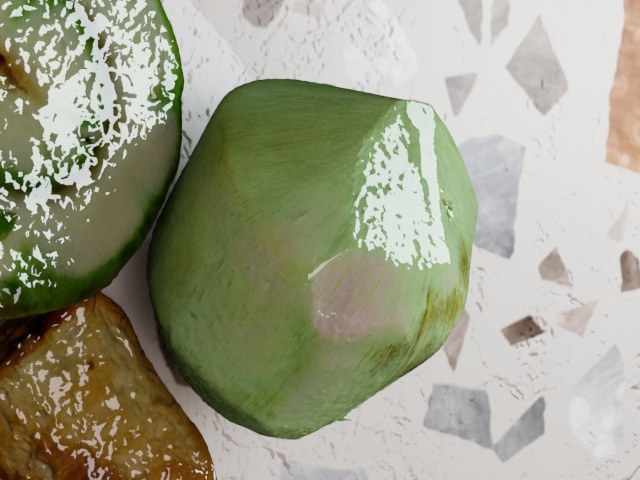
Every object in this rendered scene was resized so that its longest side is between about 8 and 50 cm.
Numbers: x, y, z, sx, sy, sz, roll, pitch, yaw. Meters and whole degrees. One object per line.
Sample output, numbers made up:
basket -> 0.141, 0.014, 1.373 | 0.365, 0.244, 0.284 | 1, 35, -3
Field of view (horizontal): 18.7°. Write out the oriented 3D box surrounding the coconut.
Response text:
coconut -> 0.000, 0.000, 1.692 | 0.281, 0.328, 0.328 | 42, 70, 13

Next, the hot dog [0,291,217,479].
hot dog -> -0.204, 0.168, 1.717 | 0.175, 0.114, 0.259 | -40, 111, -26

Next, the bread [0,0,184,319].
bread -> -0.279, -0.123, 1.589 | 0.366, 0.129, 0.382 | 9, 78, -43
